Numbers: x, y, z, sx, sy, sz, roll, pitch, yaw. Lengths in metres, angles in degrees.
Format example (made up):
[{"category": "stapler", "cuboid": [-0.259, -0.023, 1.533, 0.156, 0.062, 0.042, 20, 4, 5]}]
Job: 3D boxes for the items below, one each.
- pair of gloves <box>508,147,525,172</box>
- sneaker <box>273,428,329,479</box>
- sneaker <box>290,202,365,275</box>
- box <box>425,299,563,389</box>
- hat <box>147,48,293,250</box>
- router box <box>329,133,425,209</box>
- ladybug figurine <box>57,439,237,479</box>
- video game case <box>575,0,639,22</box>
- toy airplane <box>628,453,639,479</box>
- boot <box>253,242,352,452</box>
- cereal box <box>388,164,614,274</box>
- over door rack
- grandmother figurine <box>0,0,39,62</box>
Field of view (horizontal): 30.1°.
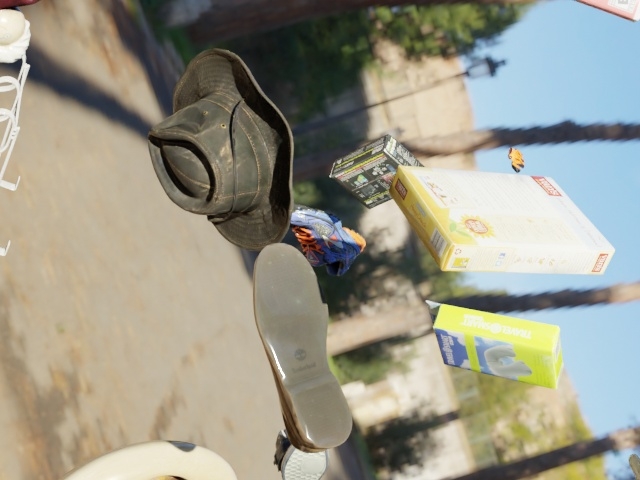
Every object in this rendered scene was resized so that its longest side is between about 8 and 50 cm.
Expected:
[{"category": "pair of gloves", "cuboid": [0.308, -0.104, 1.882, 0.074, 0.010, 0.083, 21, 73, -61]}, {"category": "sneaker", "cuboid": [-0.036, 0.381, 2.185, 0.163, 0.086, 0.226, -95, -169, -47]}, {"category": "sneaker", "cuboid": [0.000, 0.000, 2.060, 0.221, 0.083, 0.087, 33, 75, -47]}, {"category": "box", "cuboid": [0.224, 0.136, 1.557, 0.109, 0.178, 0.042, 69, 37, -54]}, {"category": "hat", "cuboid": [-0.180, -0.126, 1.835, 0.331, 0.134, 0.331, 28, -54, 46]}, {"category": "router box", "cuboid": [0.090, -0.106, 1.851, 0.092, 0.122, 0.038, 39, 48, -27]}, {"category": "ladybug figurine", "cuboid": [-0.375, 0.524, 2.245, 0.162, 0.449, 0.305, 22, -56, 59]}, {"category": "video game case", "cuboid": [0.344, -0.447, 1.662, 0.025, 0.285, 0.204, -3, 114, -88]}, {"category": "toy airplane", "cuboid": [0.551, 0.227, 1.507, 0.272, 0.386, 0.384, 35, -36, 15]}, {"category": "boot", "cuboid": [-0.045, 0.157, 1.711, 0.115, 0.112, 0.305, 138, -58, -62]}, {"category": "cereal box", "cuboid": [0.226, -0.025, 1.494, 0.173, 0.240, 0.047, -119, -140, -49]}, {"category": "over door rack", "cuboid": [-0.615, -0.168, 2.228, 0.239, 0.108, 0.324, -98, -161, -51]}, {"category": "grandmother figurine", "cuboid": [-0.471, -0.417, 1.758, 0.104, 0.208, 0.342, -76, 180, -52]}]
